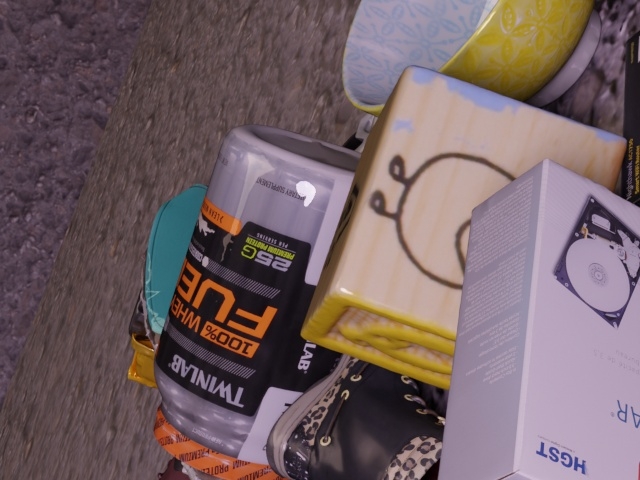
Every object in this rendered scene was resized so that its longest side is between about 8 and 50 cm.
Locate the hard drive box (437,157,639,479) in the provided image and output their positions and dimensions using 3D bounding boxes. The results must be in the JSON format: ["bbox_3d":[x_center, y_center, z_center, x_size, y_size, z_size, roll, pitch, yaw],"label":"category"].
[{"bbox_3d":[0.183,0.091,0.935,0.089,0.181,0.232,-38,34,50],"label":"hard drive box"}]

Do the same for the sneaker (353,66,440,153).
[{"bbox_3d":[0.117,-0.160,1.509,0.146,0.122,0.330,-33,42,40],"label":"sneaker"}]

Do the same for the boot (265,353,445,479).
[{"bbox_3d":[0.086,0.148,1.261,0.236,0.085,0.179,-44,38,-22],"label":"boot"}]

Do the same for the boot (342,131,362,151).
[{"bbox_3d":[0.000,0.000,1.685,0.280,0.096,0.264,166,118,-74],"label":"boot"}]

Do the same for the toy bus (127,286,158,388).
[{"bbox_3d":[-0.173,0.106,1.901,0.211,0.149,0.220,116,170,-56],"label":"toy bus"}]

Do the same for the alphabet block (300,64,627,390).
[{"bbox_3d":[0.110,0.003,1.149,0.193,0.192,0.197,113,175,-73],"label":"alphabet block"}]

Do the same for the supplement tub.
[{"bbox_3d":[-0.044,0.062,1.371,0.193,0.194,0.316,-133,59,-69],"label":"supplement tub"}]

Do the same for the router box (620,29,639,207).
[{"bbox_3d":[0.291,-0.114,1.095,0.133,0.046,0.178,-41,31,49],"label":"router box"}]

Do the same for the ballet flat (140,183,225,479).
[{"bbox_3d":[-0.118,0.129,1.619,0.147,0.147,0.408,-48,40,40],"label":"ballet flat"}]

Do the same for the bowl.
[{"bbox_3d":[0.168,-0.211,1.338,0.289,0.156,0.289,-43,30,33],"label":"bowl"}]

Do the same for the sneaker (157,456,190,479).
[{"bbox_3d":[-0.182,0.325,1.720,0.281,0.106,0.162,-29,34,42],"label":"sneaker"}]
